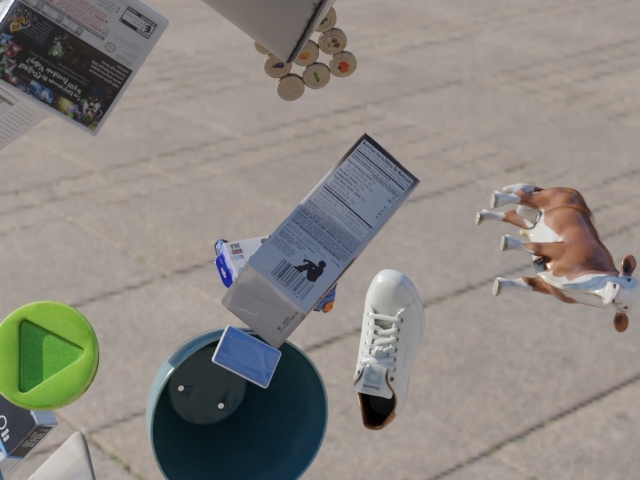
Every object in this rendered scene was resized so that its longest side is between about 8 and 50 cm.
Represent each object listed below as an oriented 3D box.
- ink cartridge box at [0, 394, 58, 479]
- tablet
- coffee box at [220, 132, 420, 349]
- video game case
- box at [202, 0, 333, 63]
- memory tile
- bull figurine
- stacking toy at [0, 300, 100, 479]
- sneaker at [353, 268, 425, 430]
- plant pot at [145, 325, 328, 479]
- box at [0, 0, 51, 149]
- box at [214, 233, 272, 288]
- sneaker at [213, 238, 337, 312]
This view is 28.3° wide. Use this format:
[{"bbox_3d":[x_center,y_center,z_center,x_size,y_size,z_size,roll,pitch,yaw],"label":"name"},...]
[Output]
[{"bbox_3d":[-0.484,0.246,1.823,0.045,0.206,0.208,17,33,-50],"label":"ink cartridge box"},{"bbox_3d":[-0.096,0.151,1.654,0.083,0.054,0.006,29,-21,-16],"label":"tablet"},{"bbox_3d":[0.000,0.000,1.897,0.119,0.168,0.297,40,61,1],"label":"coffee box"},{"bbox_3d":[-0.298,-0.237,1.518,0.190,0.173,0.022,30,6,-43],"label":"video game case"},{"bbox_3d":[0.004,-0.313,0.897,0.182,0.294,0.296,34,-6,-5],"label":"box"},{"bbox_3d":[-0.025,-0.249,1.590,0.113,0.148,0.012,-21,38,7],"label":"memory tile"},{"bbox_3d":[0.330,0.016,1.763,0.188,0.101,0.310,8,28,-8],"label":"bull figurine"},{"bbox_3d":[-0.391,0.216,1.532,0.279,0.309,0.130,-6,-15,1],"label":"stacking toy"},{"bbox_3d":[0.115,0.197,2.183,0.106,0.290,0.123,8,24,18],"label":"sneaker"},{"bbox_3d":[-0.156,0.262,2.053,0.290,0.290,0.195,-10,15,-19],"label":"plant pot"},{"bbox_3d":[-0.507,-0.189,1.798,0.322,0.058,0.232,-32,-19,5],"label":"box"},{"bbox_3d":[-0.096,0.035,2.001,0.136,0.028,0.081,-10,61,-26],"label":"box"},{"bbox_3d":[-0.070,0.040,2.098,0.221,0.087,0.083,21,9,-6],"label":"sneaker"}]
